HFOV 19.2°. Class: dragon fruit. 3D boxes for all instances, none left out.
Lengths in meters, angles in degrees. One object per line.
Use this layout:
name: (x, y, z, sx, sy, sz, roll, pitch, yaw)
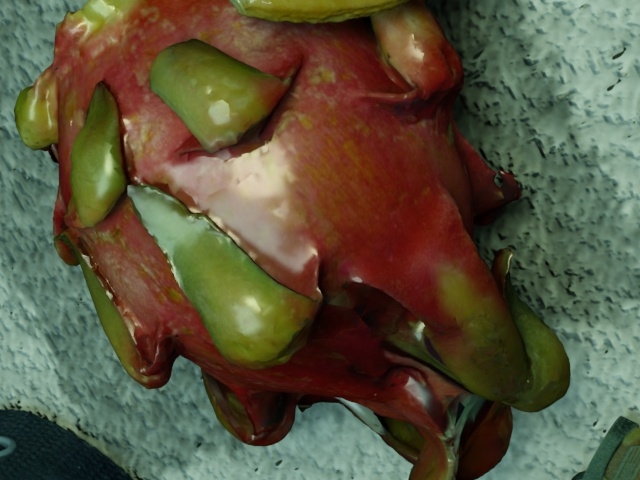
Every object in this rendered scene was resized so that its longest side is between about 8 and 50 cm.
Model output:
dragon fruit: (-0.005, -0.012, 0.950, 0.227, 0.243, 0.307, -35, 133, 15)

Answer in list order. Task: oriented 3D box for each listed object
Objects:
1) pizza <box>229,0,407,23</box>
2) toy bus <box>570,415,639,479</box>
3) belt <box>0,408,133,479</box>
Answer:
pizza: (-0.011, -0.217, 0.893, 0.262, 0.181, 0.034, 55, 160, 22)
toy bus: (0.158, 0.197, 1.020, 0.103, 0.091, 0.182, 26, 124, 13)
belt: (-0.167, 0.213, 1.177, 0.218, 0.128, 0.122, 44, 125, 2)
